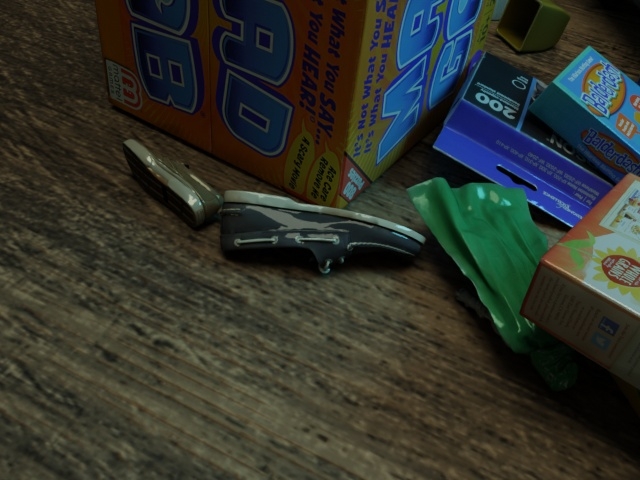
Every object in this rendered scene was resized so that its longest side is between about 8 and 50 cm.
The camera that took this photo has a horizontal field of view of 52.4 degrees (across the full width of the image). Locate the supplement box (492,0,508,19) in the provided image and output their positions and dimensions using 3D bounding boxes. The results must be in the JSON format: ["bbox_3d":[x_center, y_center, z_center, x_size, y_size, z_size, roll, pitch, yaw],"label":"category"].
[{"bbox_3d":[0.287,-0.418,1.128,0.098,0.062,0.036,-6,42,-14],"label":"supplement box"}]

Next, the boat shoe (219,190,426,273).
[{"bbox_3d":[0.000,0.000,0.648,0.206,0.075,0.065,11,85,-2],"label":"boat shoe"}]

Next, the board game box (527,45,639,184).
[{"bbox_3d":[0.362,-0.128,0.766,0.210,0.047,0.160,42,45,7],"label":"board game box"}]

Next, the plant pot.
[{"bbox_3d":[0.353,-0.357,1.059,0.083,0.081,0.081,-1,41,-23],"label":"plant pot"}]

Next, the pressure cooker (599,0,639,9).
[{"bbox_3d":[0.677,-0.521,1.058,0.370,0.375,0.420,0,43,-2],"label":"pressure cooker"}]

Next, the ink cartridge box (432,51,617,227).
[{"bbox_3d":[0.255,-0.124,0.776,0.206,0.045,0.208,30,45,2],"label":"ink cartridge box"}]

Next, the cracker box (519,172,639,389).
[{"bbox_3d":[0.291,0.056,0.475,0.232,0.067,0.156,34,50,29],"label":"cracker box"}]

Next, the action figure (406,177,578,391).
[{"bbox_3d":[0.176,0.037,0.610,0.137,0.063,0.232,-5,46,-14],"label":"action figure"}]

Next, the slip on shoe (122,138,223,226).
[{"bbox_3d":[-0.158,-0.068,0.693,0.135,0.051,0.041,37,56,26],"label":"slip on shoe"}]

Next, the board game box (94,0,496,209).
[{"bbox_3d":[-0.014,-0.321,0.763,0.356,0.356,0.356,28,46,21],"label":"board game box"}]

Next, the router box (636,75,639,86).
[{"bbox_3d":[0.619,-0.319,0.857,0.301,0.335,0.082,-8,44,-13],"label":"router box"}]

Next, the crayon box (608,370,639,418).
[{"bbox_3d":[0.365,0.113,0.532,0.203,0.083,0.323,-6,44,-12],"label":"crayon box"}]
